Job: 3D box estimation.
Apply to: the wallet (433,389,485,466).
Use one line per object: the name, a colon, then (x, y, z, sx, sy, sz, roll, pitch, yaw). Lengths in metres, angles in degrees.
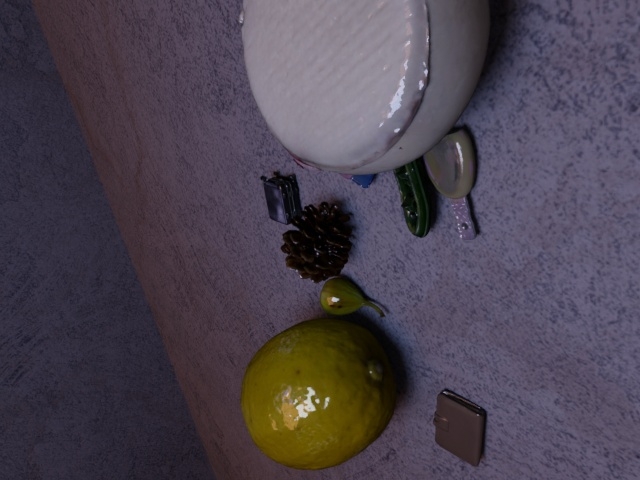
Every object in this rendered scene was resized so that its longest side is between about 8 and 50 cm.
wallet: (0.305, 0.411, 1.009, 0.118, 0.039, 0.152, 20, 124, 40)

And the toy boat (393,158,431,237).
toy boat: (0.161, -0.100, 0.819, 0.104, 0.052, 0.210, -127, 16, -64)

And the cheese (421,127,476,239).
cheese: (0.229, -0.090, 0.772, 0.097, 0.037, 0.192, -2, 112, 54)

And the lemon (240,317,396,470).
lemon: (0.020, 0.342, 1.071, 0.364, 0.364, 0.364, 29, 133, 37)

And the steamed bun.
steamed bun: (0.070, -0.284, 0.662, 0.374, 0.241, 0.374, 26, 126, 42)

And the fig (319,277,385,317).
fig: (0.077, 0.154, 1.093, 0.166, 0.093, 0.093, 27, 135, 13)

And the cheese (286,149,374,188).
cheese: (0.001, -0.211, 0.940, 0.286, 0.074, 0.189, 37, 138, 25)

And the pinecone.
pinecone: (-0.001, -0.008, 1.010, 0.163, 0.163, 0.165, 42, 130, 25)

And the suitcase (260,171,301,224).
suitcase: (-0.097, -0.104, 1.142, 0.086, 0.059, 0.126, 20, 128, 44)
